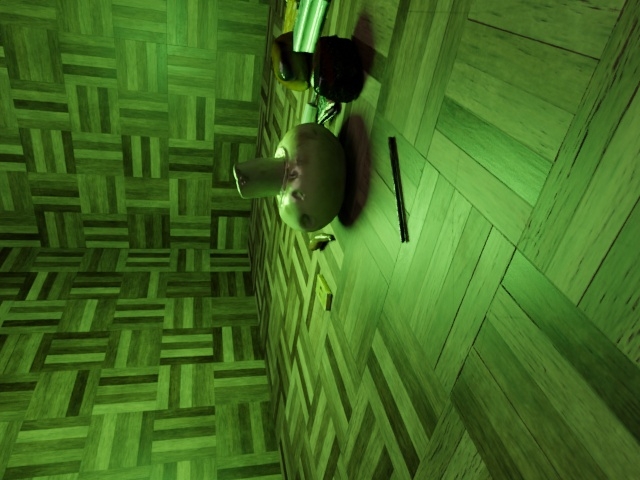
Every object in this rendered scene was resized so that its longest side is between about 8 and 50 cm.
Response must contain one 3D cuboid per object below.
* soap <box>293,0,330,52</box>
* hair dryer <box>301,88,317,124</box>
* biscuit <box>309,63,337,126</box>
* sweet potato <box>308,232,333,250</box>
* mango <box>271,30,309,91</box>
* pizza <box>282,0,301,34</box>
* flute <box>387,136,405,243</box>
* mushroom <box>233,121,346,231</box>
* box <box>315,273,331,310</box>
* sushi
[{"bbox_3d":[-0.042,-0.867,1.766,0.261,0.094,0.150,117,150,-58],"label":"soap"},{"bbox_3d":[-0.057,-0.437,1.823,0.173,0.107,0.358,-122,42,-59],"label":"hair dryer"},{"bbox_3d":[0.010,-0.510,1.611,0.151,0.063,0.236,128,138,-66],"label":"biscuit"},{"bbox_3d":[0.000,0.000,1.659,0.214,0.050,0.050,145,124,-68],"label":"sweet potato"},{"bbox_3d":[-0.129,-0.771,1.958,0.201,0.152,0.288,101,162,-50],"label":"mango"},{"bbox_3d":[-0.107,-1.063,2.069,0.280,0.075,0.288,174,98,-71],"label":"pizza"},{"bbox_3d":[0.178,-0.123,1.074,0.014,0.014,0.270,130,139,-66],"label":"flute"},{"bbox_3d":[-0.068,-0.195,1.495,0.325,0.352,0.354,19,-110,-74],"label":"mushroom"},{"bbox_3d":[0.010,0.186,1.656,0.149,0.020,0.073,-120,33,-61],"label":"box"},{"bbox_3d":[0.047,-0.516,1.381,0.136,0.126,0.225,110,162,-53],"label":"sushi"}]
